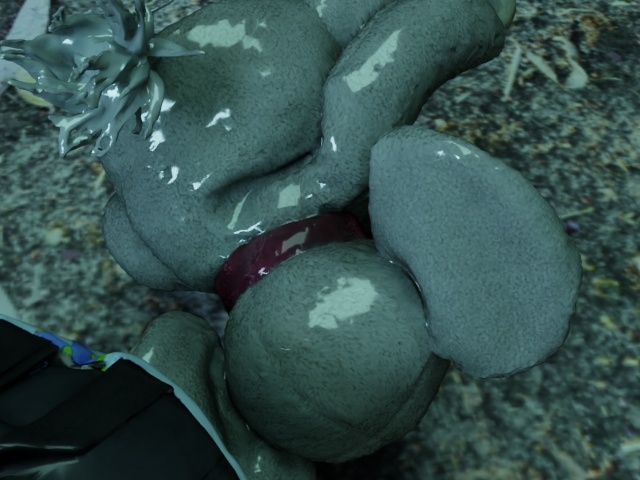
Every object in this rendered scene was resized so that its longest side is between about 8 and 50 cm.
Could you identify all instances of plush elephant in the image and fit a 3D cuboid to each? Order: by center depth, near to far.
[{"bbox_3d":[0.000,0.000,0.539,0.271,0.256,0.330,-27,-3,25],"label":"plush elephant"}]

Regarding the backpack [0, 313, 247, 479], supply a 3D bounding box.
[{"bbox_3d":[-0.165,0.191,0.337,0.290,0.273,0.356,19,68,21],"label":"backpack"}]
